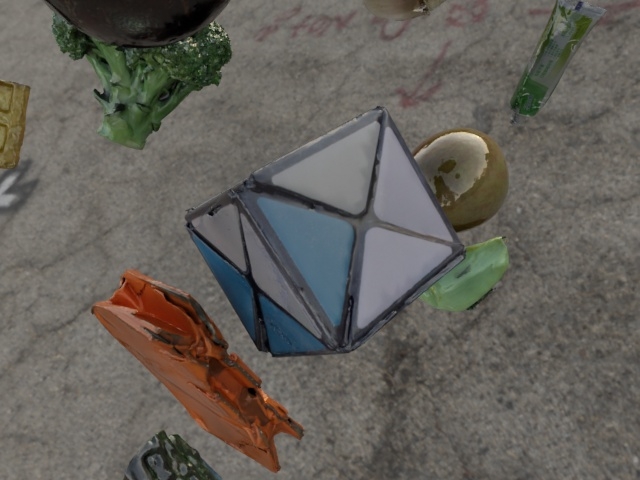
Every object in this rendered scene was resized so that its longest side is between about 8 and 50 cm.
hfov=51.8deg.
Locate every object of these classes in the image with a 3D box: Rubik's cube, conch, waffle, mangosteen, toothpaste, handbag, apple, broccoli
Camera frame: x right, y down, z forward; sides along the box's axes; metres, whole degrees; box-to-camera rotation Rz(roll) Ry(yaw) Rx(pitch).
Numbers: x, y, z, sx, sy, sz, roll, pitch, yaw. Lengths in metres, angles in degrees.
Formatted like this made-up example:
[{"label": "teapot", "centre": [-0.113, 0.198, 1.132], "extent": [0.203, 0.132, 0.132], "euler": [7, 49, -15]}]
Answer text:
[{"label": "Rubik's cube", "centre": [0.000, 0.000, 1.099], "extent": [0.310, 0.305, 0.307], "euler": [-32, 7, -29]}, {"label": "conch", "centre": [0.352, 0.094, 1.632], "extent": [0.250, 0.137, 0.143], "euler": [-12, 63, 6]}, {"label": "waffle", "centre": [-0.685, -0.237, 1.215], "extent": [0.057, 0.274, 0.168], "euler": [-141, 62, -75]}, {"label": "mangosteen", "centre": [-0.205, -0.355, 0.719], "extent": [0.288, 0.288, 0.288], "euler": [-19, 41, 18]}, {"label": "toothpaste", "centre": [0.372, -0.286, 1.087], "extent": [0.078, 0.248, 0.047], "euler": [26, 51, 8]}, {"label": "handbag", "centre": [-0.227, 0.239, 1.240], "extent": [0.303, 0.410, 0.116], "euler": [12, 53, 47]}, {"label": "apple", "centre": [0.309, -0.140, 1.578], "extent": [0.234, 0.257, 0.257], "euler": [-16, 27, -33]}, {"label": "broccoli", "centre": [-0.277, -0.277, 1.000], "extent": [0.270, 0.270, 0.270], "euler": [29, 106, 48]}]

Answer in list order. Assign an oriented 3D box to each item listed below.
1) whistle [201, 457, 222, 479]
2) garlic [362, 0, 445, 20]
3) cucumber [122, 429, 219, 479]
[{"label": "whistle", "centre": [-0.262, 0.461, 1.282], "extent": [0.090, 0.158, 0.090], "euler": [-22, 32, 15]}, {"label": "garlic", "centre": [0.189, -0.487, 1.164], "extent": [0.237, 0.210, 0.292], "euler": [-59, 28, 21]}, {"label": "cucumber", "centre": [-0.047, 0.244, 0.468], "extent": [0.077, 0.265, 0.077], "euler": [-41, 8, 7]}]
